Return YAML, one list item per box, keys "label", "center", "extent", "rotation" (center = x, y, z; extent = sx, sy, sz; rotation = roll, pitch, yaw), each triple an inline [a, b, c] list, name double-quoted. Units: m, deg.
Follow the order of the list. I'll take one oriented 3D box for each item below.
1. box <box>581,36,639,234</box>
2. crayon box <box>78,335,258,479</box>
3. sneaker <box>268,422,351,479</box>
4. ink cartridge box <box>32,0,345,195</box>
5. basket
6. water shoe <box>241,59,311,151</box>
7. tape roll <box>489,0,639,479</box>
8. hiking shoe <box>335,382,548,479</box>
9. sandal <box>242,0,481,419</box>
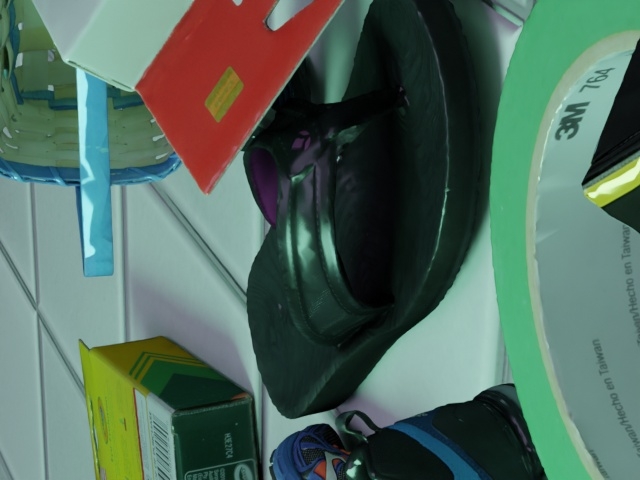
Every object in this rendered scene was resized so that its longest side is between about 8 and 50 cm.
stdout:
- label: "box"
  center: [0.198, -0.160, 0.393]
  extent: [0.257, 0.079, 0.322]
  rotation: [-35, 27, 62]
- label: "crayon box"
  center: [-0.145, 0.210, 1.692]
  extent: [0.318, 0.081, 0.202]
  rotation: [-157, 60, -65]
- label: "sneaker"
  center: [0.025, 0.186, 1.264]
  extent: [0.083, 0.087, 0.221]
  rotation: [55, -177, -22]
- label: "ink cartridge box"
  center: [-0.059, -0.219, 1.116]
  extent: [0.296, 0.066, 0.261]
  rotation: [-54, 39, 17]
- label: "basket"
  center: [-0.198, -0.138, 1.513]
  extent: [0.289, 0.201, 0.254]
  rotation: [-115, 25, -59]
- label: "water shoe"
  center: [-0.057, -0.107, 1.235]
  extent: [0.203, 0.073, 0.080]
  rotation: [12, -103, -77]
- label: "tape roll"
  center: [0.180, 0.023, 0.784]
  extent: [0.321, 0.077, 0.321]
  rotation: [171, 90, -68]
- label: "hiking shoe"
  center: [0.098, 0.236, 1.006]
  extent: [0.113, 0.132, 0.304]
  rotation: [132, 125, -64]
- label: "sandal"
  center: [0.000, 0.003, 1.192]
  extent: [0.445, 0.107, 0.167]
  rotation: [115, 141, -55]
